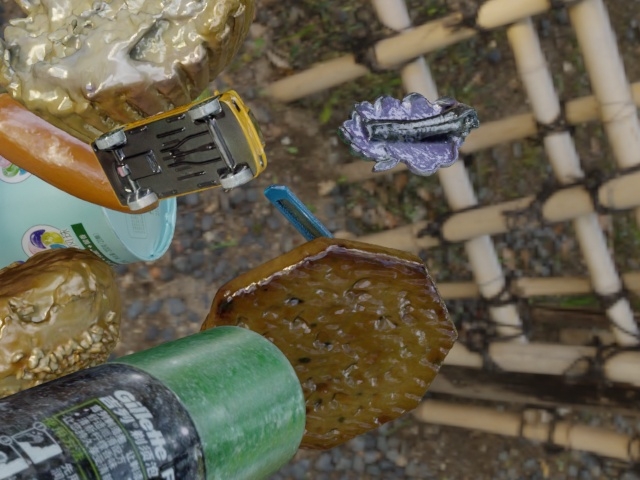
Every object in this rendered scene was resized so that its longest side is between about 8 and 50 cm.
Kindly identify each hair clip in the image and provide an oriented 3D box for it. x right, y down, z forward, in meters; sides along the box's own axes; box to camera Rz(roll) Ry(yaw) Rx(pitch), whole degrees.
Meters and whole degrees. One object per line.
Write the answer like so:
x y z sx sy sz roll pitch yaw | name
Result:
0.113 -0.136 1.342 0.195 0.052 0.124 -11 56 -25 | hair clip

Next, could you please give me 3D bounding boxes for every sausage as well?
-0.298 -0.102 1.319 0.238 0.098 0.098 28 67 -9 | sausage

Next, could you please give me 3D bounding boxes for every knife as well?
0.000 0.002 1.418 0.296 0.044 0.026 45 44 -53 | knife

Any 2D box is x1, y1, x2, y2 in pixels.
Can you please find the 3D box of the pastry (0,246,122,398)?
-0.357 0.115 1.340 0.255 0.311 0.161 -25 103 -9 | pastry

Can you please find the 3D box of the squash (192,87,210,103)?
-0.224 -0.268 1.668 0.093 0.169 0.252 -22 119 -32 | squash

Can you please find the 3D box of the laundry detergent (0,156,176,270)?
-0.431 -0.079 1.777 0.287 0.305 0.287 -12 90 -73 | laundry detergent

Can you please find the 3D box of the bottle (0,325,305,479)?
-0.124 0.111 0.454 0.330 0.093 0.093 -16 99 -58 | bottle

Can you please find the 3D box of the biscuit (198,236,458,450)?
0.002 0.139 1.404 0.359 0.359 0.046 35 21 -36 | biscuit

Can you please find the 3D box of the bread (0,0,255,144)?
-0.170 -0.208 1.016 0.149 0.274 0.274 48 57 -50 | bread

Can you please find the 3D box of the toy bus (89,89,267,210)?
-0.106 -0.077 0.888 0.074 0.162 0.069 -43 115 -48 | toy bus
